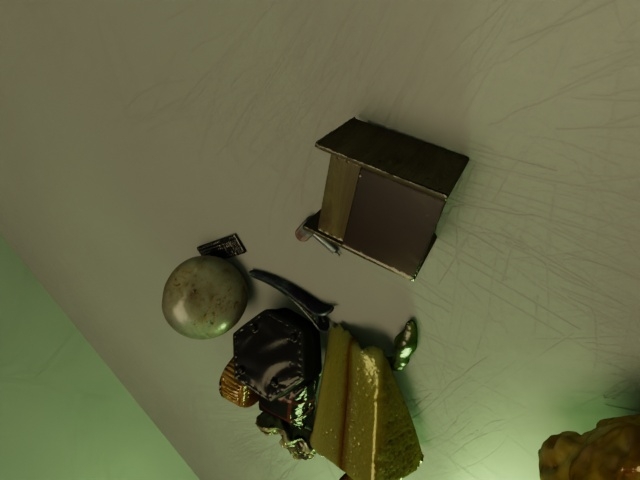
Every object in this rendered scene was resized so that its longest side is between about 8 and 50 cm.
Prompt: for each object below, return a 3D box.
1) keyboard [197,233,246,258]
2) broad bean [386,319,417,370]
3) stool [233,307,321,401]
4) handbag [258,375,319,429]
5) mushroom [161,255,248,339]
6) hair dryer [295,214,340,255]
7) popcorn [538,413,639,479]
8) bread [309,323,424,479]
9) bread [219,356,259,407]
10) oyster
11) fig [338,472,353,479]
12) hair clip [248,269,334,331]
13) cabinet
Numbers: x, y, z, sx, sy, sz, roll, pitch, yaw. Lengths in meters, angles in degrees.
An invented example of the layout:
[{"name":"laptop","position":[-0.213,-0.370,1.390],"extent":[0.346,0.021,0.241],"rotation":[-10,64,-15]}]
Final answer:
[{"name":"keyboard","position":[-0.290,0.027,1.168],"extent":[0.204,0.013,0.061],"rotation":[-14,111,43]},{"name":"broad bean","position":[0.187,0.256,0.934],"extent":[0.061,0.046,0.195],"rotation":[33,137,11]},{"name":"stool","position":[-0.112,0.295,1.066],"extent":[0.232,0.141,0.232],"rotation":[-3,82,18]},{"name":"handbag","position":[-0.091,0.447,1.211],"extent":[0.169,0.155,0.216],"rotation":[20,125,22]},{"name":"mushroom","position":[-0.335,0.156,1.183],"extent":[0.243,0.243,0.244],"rotation":[21,131,26]},{"name":"hair dryer","position":[0.000,0.000,0.909],"extent":[0.114,0.037,0.063],"rotation":[41,139,-3]},{"name":"popcorn","position":[0.539,0.446,0.606],"extent":[0.390,0.344,0.354],"rotation":[-33,140,25]},{"name":"bread","position":[0.135,0.400,1.050],"extent":[0.233,0.244,0.362],"rotation":[12,97,48]},{"name":"bread","position":[-0.215,0.421,1.261],"extent":[0.104,0.199,0.199],"rotation":[20,130,26]},{"name":"oyster","position":[-0.086,0.639,1.332],"extent":[0.237,0.115,0.351],"rotation":[35,159,14]},{"name":"fig","position":[0.143,0.861,1.313],"extent":[0.230,0.143,0.160],"rotation":[23,133,63]},{"name":"hair clip","position":[-0.083,0.137,1.071],"extent":[0.275,0.048,0.083],"rotation":[31,136,24]},{"name":"cabinet","position":[0.105,-0.078,0.685],"extent":[0.215,0.148,0.175],"rotation":[25,132,17]}]
